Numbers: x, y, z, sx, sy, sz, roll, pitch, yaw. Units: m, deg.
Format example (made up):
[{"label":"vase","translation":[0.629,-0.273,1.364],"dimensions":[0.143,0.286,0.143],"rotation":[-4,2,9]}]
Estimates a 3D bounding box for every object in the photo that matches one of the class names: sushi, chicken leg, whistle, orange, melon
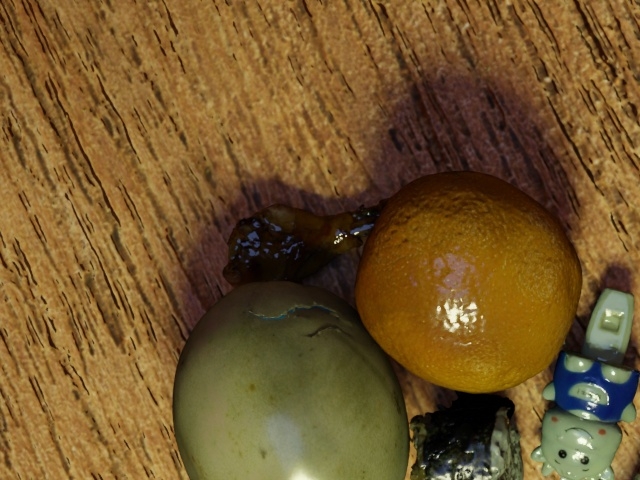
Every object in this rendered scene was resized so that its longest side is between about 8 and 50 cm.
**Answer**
[{"label":"sushi","translation":[0.165,0.239,1.724],"dimensions":[0.115,0.212,0.147],"rotation":[2,80,15]},{"label":"chicken leg","translation":[0.000,-0.002,1.842],"dimensions":[0.252,0.087,0.107],"rotation":[-13,103,4]},{"label":"whistle","translation":[0.313,0.175,1.755],"dimensions":[0.110,0.092,0.244],"rotation":[16,92,16]},{"label":"orange","translation":[0.168,0.049,1.710],"dimensions":[0.264,0.264,0.264],"rotation":[-1,87,12]},{"label":"melon","translation":[-0.039,0.197,1.740],"dimensions":[0.269,0.268,0.330],"rotation":[-26,67,10]}]

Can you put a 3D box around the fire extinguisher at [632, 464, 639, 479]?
[{"label":"fire extinguisher","translation":[0.412,0.217,1.722],"dimensions":[0.147,0.106,0.337],"rotation":[23,92,0]}]
